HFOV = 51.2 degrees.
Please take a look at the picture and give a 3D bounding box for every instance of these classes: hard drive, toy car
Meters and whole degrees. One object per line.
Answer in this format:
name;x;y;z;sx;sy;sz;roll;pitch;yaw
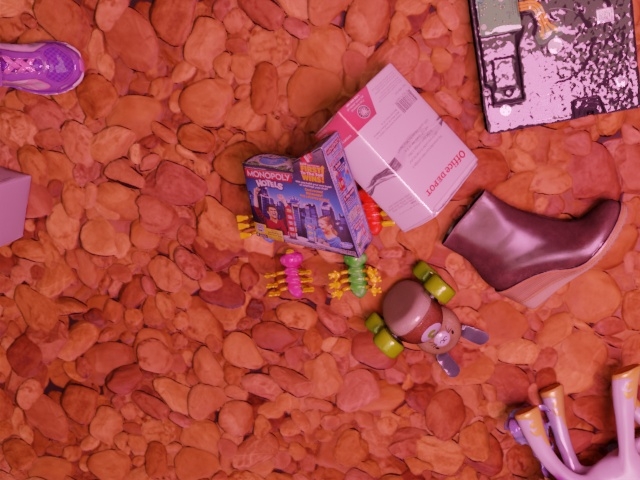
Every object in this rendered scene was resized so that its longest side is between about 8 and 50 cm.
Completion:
hard drive;0.351;-0.352;1.030;0.237;0.064;0.338;-10;105;11
toy car;0.201;0.158;1.165;0.188;0.149;0.155;40;97;-16

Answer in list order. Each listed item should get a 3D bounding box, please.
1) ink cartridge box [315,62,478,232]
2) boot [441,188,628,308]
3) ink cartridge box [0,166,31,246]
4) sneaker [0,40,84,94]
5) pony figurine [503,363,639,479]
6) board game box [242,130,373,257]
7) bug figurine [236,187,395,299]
ink cartridge box;0.125;-0.146;1.067;0.218;0.158;0.092;46;147;-4
boot;0.353;-0.019;1.109;0.207;0.090;0.248;38;111;-6
ink cartridge box;-0.651;-0.074;1.222;0.176;0.127;0.128;16;108;5
sneaker;-0.532;-0.300;1.150;0.237;0.104;0.095;3;103;1
pony figurine;0.471;0.435;1.153;0.351;0.303;0.363;-24;86;5
board game box;-0.021;-0.082;1.057;0.194;0.060;0.194;12;129;24
bug figurine;0.000;0.000;1.175;0.279;0.072;0.216;-3;99;14
